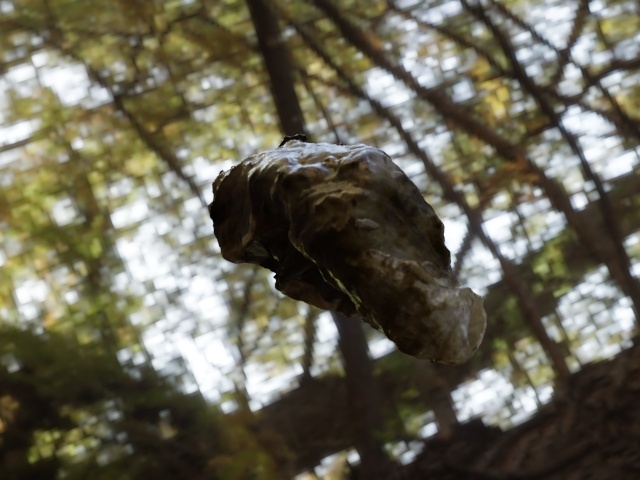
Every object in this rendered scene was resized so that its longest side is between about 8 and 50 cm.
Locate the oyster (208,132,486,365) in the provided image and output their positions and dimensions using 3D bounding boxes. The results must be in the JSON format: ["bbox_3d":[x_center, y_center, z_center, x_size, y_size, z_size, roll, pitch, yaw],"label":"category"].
[{"bbox_3d":[-0.002,0.006,1.129,0.294,0.094,0.166,8,-66,42],"label":"oyster"}]
